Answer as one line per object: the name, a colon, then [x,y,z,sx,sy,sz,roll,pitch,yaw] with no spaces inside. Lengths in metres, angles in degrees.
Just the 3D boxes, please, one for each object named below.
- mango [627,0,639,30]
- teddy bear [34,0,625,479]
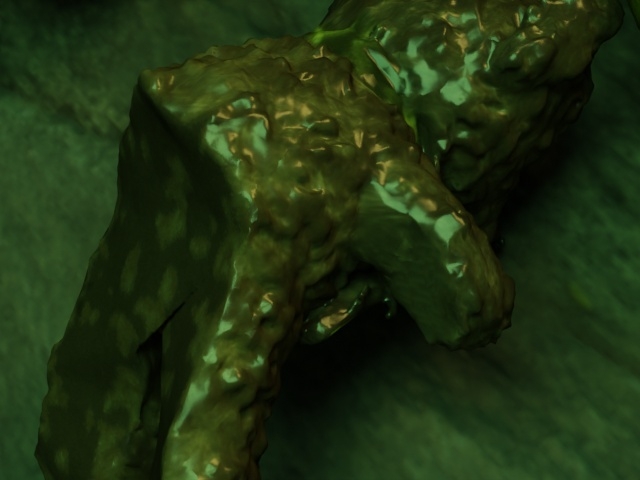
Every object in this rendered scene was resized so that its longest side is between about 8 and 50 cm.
mango: [0.229,-0.162,0.856,0.185,0.149,0.273,-3,57,4]
teddy bear: [0.000,0.010,0.873,0.246,0.222,0.296,20,106,58]
